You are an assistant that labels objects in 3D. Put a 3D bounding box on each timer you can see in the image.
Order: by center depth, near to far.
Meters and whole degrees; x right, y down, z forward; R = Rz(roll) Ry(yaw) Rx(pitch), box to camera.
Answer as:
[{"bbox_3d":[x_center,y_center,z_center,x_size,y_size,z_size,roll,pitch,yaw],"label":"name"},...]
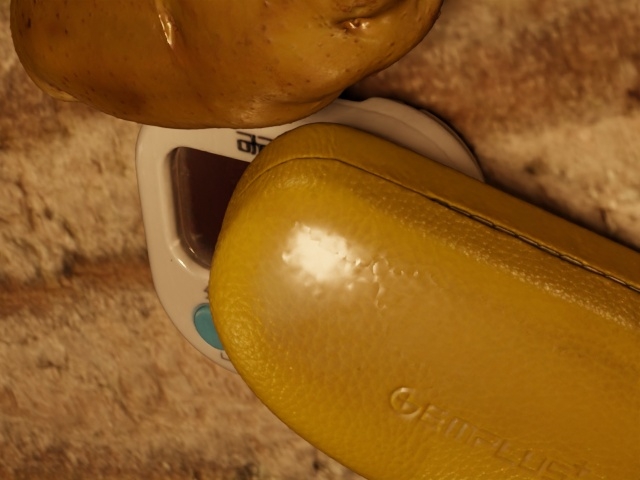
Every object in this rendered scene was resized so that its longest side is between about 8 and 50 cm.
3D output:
[{"bbox_3d":[0.000,0.000,1.180,0.262,0.087,0.237,14,126,26],"label":"timer"}]

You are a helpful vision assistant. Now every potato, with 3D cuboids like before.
[{"bbox_3d":[-0.061,-0.171,1.059,0.369,0.176,0.195,-8,117,43],"label":"potato"}]

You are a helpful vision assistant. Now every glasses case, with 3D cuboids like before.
[{"bbox_3d":[0.104,0.077,1.036,0.371,0.141,0.173,24,122,-9],"label":"glasses case"}]
